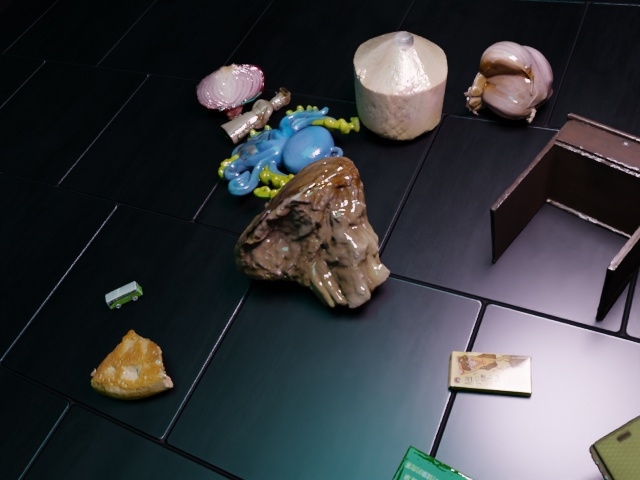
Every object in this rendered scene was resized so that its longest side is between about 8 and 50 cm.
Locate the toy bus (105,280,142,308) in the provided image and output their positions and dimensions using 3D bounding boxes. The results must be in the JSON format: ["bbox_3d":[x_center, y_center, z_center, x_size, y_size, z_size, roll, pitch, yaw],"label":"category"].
[{"bbox_3d":[-0.466,0.130,1.384,0.083,0.037,0.031,-25,51,-1],"label":"toy bus"}]

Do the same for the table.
[{"bbox_3d":[0.512,-0.051,1.131,0.251,0.196,0.282,34,70,32],"label":"table"}]

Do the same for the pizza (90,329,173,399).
[{"bbox_3d":[-0.404,0.266,1.257,0.182,0.062,0.161,-18,59,10],"label":"pizza"}]

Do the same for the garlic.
[{"bbox_3d":[0.436,-0.341,1.388,0.207,0.207,0.256,5,55,20],"label":"garlic"}]

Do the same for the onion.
[{"bbox_3d":[-0.259,-0.432,1.701,0.206,0.151,0.098,-12,18,-6],"label":"onion"}]

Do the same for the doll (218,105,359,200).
[{"bbox_3d":[-0.092,-0.216,1.506,0.341,0.098,0.346,7,52,36],"label":"doll"}]

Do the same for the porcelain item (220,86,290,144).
[{"bbox_3d":[-0.175,-0.352,1.640,0.213,0.054,0.084,-37,56,-10],"label":"porcelain item"}]

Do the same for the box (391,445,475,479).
[{"bbox_3d":[0.151,0.472,0.955,0.132,0.034,0.235,21,63,28],"label":"box"}]

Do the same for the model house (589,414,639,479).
[{"bbox_3d":[0.472,0.359,0.856,0.279,0.205,0.218,-25,51,7],"label":"model house"}]

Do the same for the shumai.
[{"bbox_3d":[0.003,0.002,1.267,0.346,0.283,0.217,-47,8,14],"label":"shumai"}]

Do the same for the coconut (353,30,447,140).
[{"bbox_3d":[0.195,-0.391,1.431,0.239,0.244,0.239,-4,50,5],"label":"coconut"}]

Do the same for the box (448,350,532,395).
[{"bbox_3d":[0.313,0.244,1.083,0.149,0.020,0.073,0,55,17],"label":"box"}]
